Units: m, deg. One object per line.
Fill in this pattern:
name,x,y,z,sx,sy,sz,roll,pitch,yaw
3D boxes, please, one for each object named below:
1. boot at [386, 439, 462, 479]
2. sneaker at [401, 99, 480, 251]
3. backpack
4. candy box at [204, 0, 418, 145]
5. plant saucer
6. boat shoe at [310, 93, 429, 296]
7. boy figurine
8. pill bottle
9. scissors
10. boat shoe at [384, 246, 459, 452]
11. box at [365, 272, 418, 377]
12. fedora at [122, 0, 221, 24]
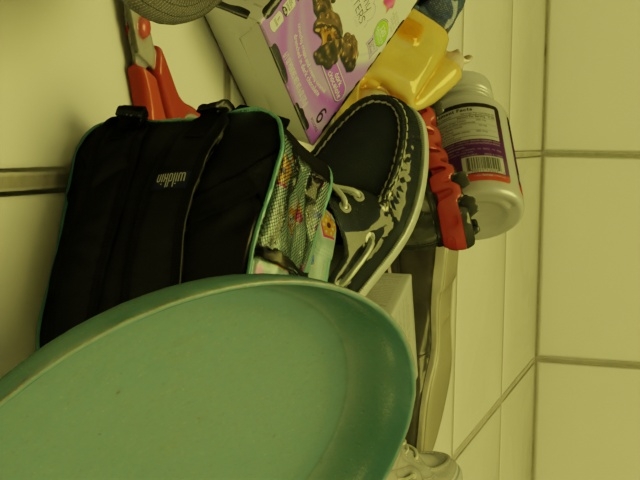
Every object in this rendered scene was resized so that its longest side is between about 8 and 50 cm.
boot,0.088,0.249,1.388,0.258,0.095,0.123,-11,101,-59
sneaker,0.081,-0.102,1.360,0.097,0.135,0.276,69,5,-63
backpack,-0.082,0.026,0.753,0.144,0.166,0.188,51,46,-52
candy box,0.001,-0.209,1.025,0.196,0.070,0.165,-55,150,-19
plant saucer,-0.089,0.136,0.667,0.317,0.044,0.318,-23,138,-23
boat shoe,0.000,0.000,1.008,0.302,0.114,0.091,-68,154,-14
boy figurine,0.078,-0.210,1.279,0.177,0.092,0.285,35,68,-22
pill bottle,0.179,-0.106,1.459,0.108,0.108,0.193,66,17,-55
scissors,-0.124,-0.125,0.836,0.297,0.021,0.109,76,25,-45
boat shoe,0.112,0.121,1.531,0.112,0.095,0.335,-22,119,-67
box,0.037,0.125,1.262,0.170,0.091,0.130,-54,143,-60
fedora,-0.129,-0.238,0.631,0.275,0.124,0.244,-9,102,-78
